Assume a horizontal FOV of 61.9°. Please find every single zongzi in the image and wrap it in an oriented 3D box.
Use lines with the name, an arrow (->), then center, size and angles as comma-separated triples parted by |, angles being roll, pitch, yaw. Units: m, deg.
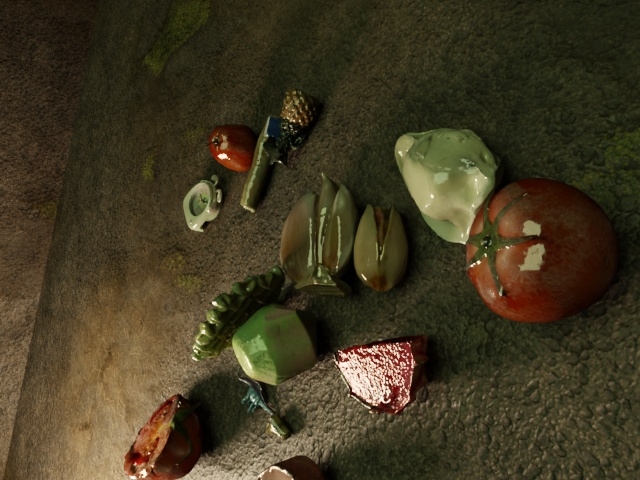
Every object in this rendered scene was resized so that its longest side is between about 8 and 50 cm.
zongzi -> -0.119, 0.529, 1.463 | 0.076, 0.040, 0.083 | 44, 120, 34

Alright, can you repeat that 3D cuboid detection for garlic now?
garlic -> -0.001, -0.001, 1.421 | 0.279, 0.132, 0.325 | -17, 61, 41

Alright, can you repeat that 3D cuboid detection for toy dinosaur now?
toy dinosaur -> -0.191, 0.449, 1.545 | 0.080, 0.045, 0.197 | -48, 57, 6

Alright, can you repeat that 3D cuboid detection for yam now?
yam -> -0.189, -0.249, 1.716 | 0.071, 0.067, 0.318 | -165, 93, -72

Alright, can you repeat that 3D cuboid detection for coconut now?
coconut -> -0.105, 0.264, 1.405 | 0.236, 0.235, 0.205 | -48, 63, 23

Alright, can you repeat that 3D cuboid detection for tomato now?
tomato -> -0.465, 0.646, 1.665 | 0.309, 0.170, 0.309 | -44, 17, 17
tomato -> 0.400, 0.021, 0.969 | 0.264, 0.264, 0.265 | -13, 70, 40

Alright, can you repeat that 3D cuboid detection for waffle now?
waffle -> -0.215, 0.200, 1.453 | 0.056, 0.291, 0.309 | 43, 131, 21

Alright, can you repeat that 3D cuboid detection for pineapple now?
pineapple -> -0.095, -0.336, 1.623 | 0.119, 0.111, 0.237 | 26, 98, 17

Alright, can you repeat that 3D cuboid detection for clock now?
clock -> -0.407, -0.137, 1.895 | 0.191, 0.062, 0.152 | -40, 54, 28

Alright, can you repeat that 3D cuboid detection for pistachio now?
pistachio -> 0.145, 0.015, 1.286 | 0.143, 0.144, 0.215 | -10, 75, 41

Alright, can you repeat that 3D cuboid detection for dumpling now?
dumpling -> 0.295, -0.122, 1.199 | 0.318, 0.187, 0.243 | 45, 149, 53

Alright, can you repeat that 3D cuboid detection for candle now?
candle -> -0.075, 0.696, 1.318 | 0.317, 0.131, 0.287 | -50, 56, 34

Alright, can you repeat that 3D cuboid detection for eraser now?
eraser -> -0.131, -0.347, 1.676 | 0.027, 0.084, 0.063 | 11, 87, 65

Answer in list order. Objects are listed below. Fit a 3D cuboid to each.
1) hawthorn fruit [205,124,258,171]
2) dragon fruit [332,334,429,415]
hawthorn fruit -> -0.302, -0.314, 1.746 | 0.162, 0.203, 0.163 | -15, 68, 42
dragon fruit -> 0.159, 0.306, 1.213 | 0.274, 0.126, 0.161 | -21, 74, 48
